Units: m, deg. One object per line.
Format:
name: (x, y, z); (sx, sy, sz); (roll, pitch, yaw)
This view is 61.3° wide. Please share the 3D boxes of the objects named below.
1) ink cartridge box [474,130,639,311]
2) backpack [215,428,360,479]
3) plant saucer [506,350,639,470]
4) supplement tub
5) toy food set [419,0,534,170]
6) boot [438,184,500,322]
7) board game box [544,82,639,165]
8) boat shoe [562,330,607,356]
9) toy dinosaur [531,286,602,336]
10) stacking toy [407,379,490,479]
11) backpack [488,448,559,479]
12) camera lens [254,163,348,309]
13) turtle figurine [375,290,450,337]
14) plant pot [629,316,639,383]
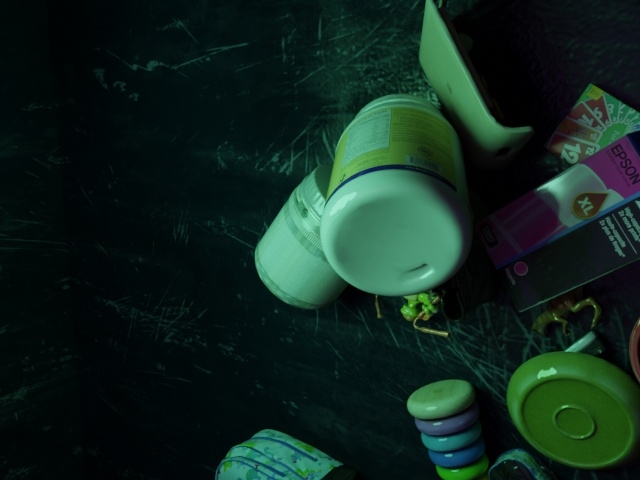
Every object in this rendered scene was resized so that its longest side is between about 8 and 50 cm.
ink cartridge box: (0.444, -0.038, 0.863); (0.371, 0.069, 0.176); (-35, 70, 35)
backpack: (-0.097, 0.639, 1.379); (0.355, 0.273, 0.290); (28, 122, 46)
plant saucer: (0.447, 0.310, 0.948); (0.241, 0.037, 0.241); (13, 116, 28)
supplement tub: (0.134, -0.093, 0.949); (0.241, 0.331, 0.241); (5, 130, 6)
toy food set: (0.265, -0.283, 0.935); (0.092, 0.220, 0.306); (-24, 81, 3)
boot: (0.262, 0.017, 1.005); (0.083, 0.161, 0.246); (-13, 89, 40)
board game box: (0.505, -0.130, 0.865); (0.259, 0.039, 0.124); (43, 123, 23)
boat shoe: (0.444, 0.217, 0.964); (0.040, 0.049, 0.142); (51, 123, 20)
toy dinosaur: (0.436, 0.097, 0.939); (0.112, 0.064, 0.211); (35, 118, 31)
stacking toy: (0.288, 0.459, 1.087); (0.141, 0.141, 0.330); (-18, 90, 40)
backpack: (0.386, 0.458, 1.029); (0.114, 0.084, 0.105); (51, 125, 15)
camera lens: (0.000, 0.000, 1.181); (0.219, 0.219, 0.274); (51, 125, 21)
turtle figurine: (0.205, 0.078, 1.102); (0.269, 0.087, 0.217); (-155, 71, -66)
plant pot: (0.563, 0.146, 0.768); (0.191, 0.174, 0.191); (9, 104, 40)
